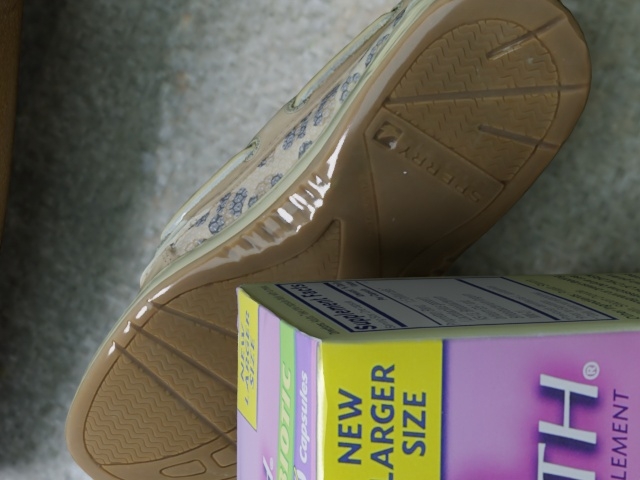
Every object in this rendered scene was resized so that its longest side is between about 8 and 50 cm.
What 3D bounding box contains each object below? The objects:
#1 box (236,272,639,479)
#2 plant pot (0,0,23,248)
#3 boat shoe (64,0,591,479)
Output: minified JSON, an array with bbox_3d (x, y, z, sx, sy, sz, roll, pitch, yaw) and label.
[{"bbox_3d":[0.097,0.124,0.541,0.243,0.117,0.214,0,97,-15],"label":"box"},{"bbox_3d":[-0.233,0.014,0.632,0.237,0.237,0.254,5,113,14],"label":"plant pot"},{"bbox_3d":[0.000,0.000,0.631,0.104,0.089,0.285,39,108,-19],"label":"boat shoe"}]
